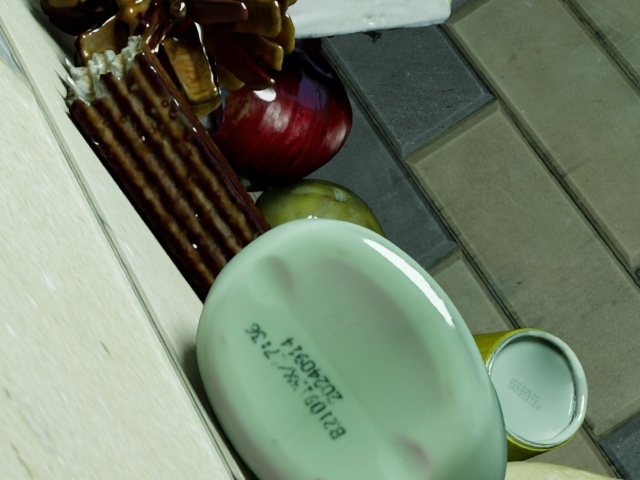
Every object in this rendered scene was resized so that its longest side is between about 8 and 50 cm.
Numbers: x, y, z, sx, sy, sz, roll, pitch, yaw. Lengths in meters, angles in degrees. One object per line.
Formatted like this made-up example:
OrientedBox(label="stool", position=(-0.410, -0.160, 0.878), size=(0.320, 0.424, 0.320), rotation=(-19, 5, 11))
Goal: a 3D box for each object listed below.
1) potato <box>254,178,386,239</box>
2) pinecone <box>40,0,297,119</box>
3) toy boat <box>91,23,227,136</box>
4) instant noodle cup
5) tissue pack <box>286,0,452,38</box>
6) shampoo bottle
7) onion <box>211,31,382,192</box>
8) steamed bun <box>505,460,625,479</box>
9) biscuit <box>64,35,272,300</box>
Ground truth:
OrientedBox(label="potato", position=(0.001, 0.001, 1.637), size=(0.197, 0.148, 0.228), rotation=(51, 5, 12))
OrientedBox(label="pinecone", position=(-0.125, -0.197, 1.087), size=(0.229, 0.202, 0.201), rotation=(34, 18, -45))
OrientedBox(label="toy boat", position=(-0.164, -0.189, 1.312), size=(0.223, 0.100, 0.097), rotation=(57, 10, -50))
OrientedBox(label="instant noodle cup", position=(0.217, 0.205, 1.661), size=(0.215, 0.215, 0.236), rotation=(57, -28, -2))
OrientedBox(label="tissue pack", position=(-0.079, -0.323, 1.449), size=(0.394, 0.288, 0.124), rotation=(31, -55, 48))
OrientedBox(label="shampoo bottle", position=(0.038, 0.107, 0.881), size=(0.222, 0.151, 0.349), rotation=(49, -1, 16))
OrientedBox(label="onion", position=(-0.068, -0.196, 1.519), size=(0.273, 0.285, 0.273), rotation=(36, 16, -12))
OrientedBox(label="steamed bun", position=(0.154, 0.235, 1.066), size=(0.212, 0.231, 0.110), rotation=(29, 37, -31))
OrientedBox(label="biscuit", position=(-0.100, -0.040, 0.981), size=(0.252, 0.070, 0.106), rotation=(56, 1, -20))
